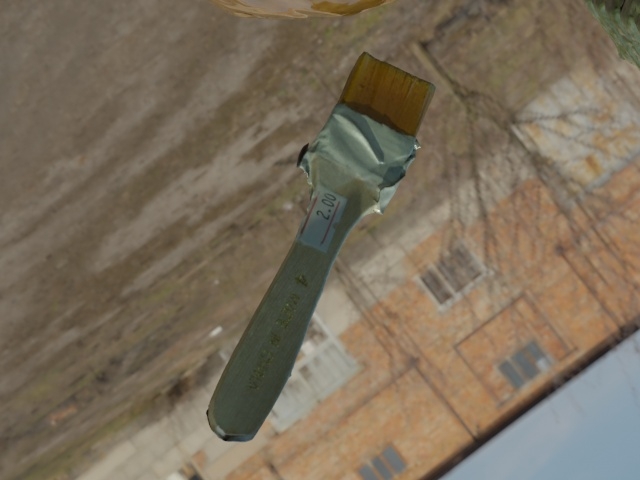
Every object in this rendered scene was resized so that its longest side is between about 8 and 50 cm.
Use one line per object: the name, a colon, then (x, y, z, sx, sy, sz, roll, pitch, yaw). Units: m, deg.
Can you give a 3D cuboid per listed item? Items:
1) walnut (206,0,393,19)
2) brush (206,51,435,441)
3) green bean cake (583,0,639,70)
walnut: (-0.027, -0.330, 0.646, 0.307, 0.354, 0.398, -8, 150, 4)
brush: (0.000, 0.000, 0.803, 0.337, 0.085, 0.020, -66, -173, -22)
green bean cake: (0.270, -0.183, 0.674, 0.183, 0.094, 0.185, -41, -165, 13)
